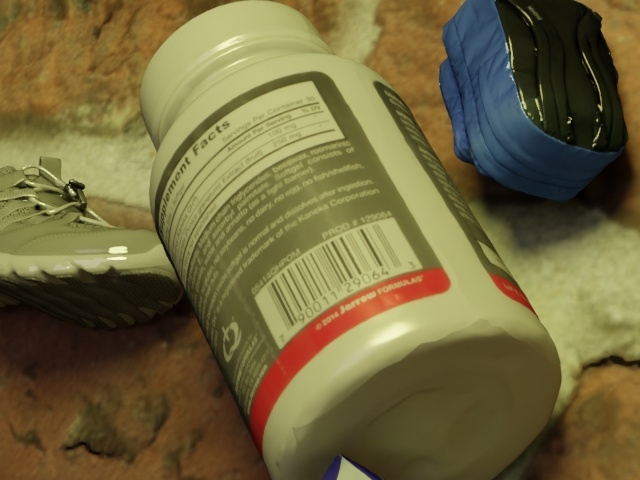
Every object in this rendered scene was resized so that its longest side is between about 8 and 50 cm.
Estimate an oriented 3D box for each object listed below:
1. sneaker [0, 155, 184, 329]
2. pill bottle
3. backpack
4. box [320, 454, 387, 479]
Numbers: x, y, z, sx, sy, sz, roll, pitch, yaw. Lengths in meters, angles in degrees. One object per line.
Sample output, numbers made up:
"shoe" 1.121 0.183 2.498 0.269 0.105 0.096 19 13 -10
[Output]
"sneaker" -0.203 -0.011 1.293 0.281 0.105 0.115 6 71 39
"pill bottle" 0.000 0.000 1.089 0.176 0.176 0.318 -39 50 14
"backpack" 0.129 -0.081 1.094 0.101 0.098 0.120 -53 40 43
"box" 0.033 0.202 0.986 0.072 0.137 0.126 31 87 41
